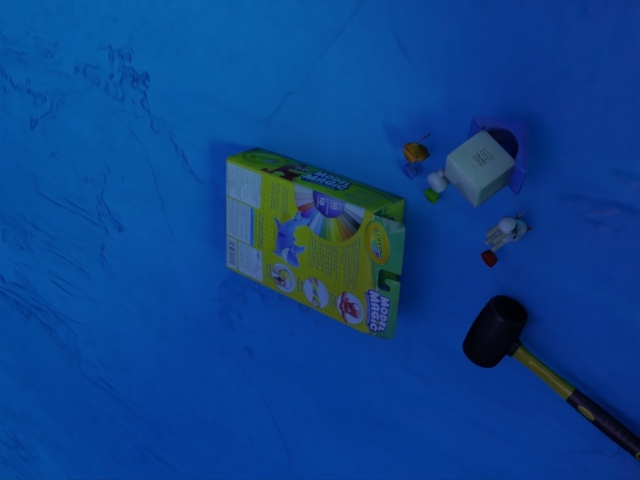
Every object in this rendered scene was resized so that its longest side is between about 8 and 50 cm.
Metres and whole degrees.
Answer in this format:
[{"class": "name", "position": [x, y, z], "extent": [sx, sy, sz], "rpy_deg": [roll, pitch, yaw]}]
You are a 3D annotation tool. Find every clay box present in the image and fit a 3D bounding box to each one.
[{"class": "clay box", "position": [0.000, 0.000, 0.843], "extent": [0.222, 0.053, 0.128], "rpy_deg": [22, 122, 34]}]

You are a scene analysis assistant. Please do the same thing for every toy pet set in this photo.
[{"class": "toy pet set", "position": [0.131, -0.057, 0.706], "extent": [0.122, 0.065, 0.114], "rpy_deg": [50, 169, 19]}]

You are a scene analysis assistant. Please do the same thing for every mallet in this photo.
[{"class": "mallet", "position": [0.200, 0.130, 0.725], "extent": [0.190, 0.039, 0.062], "rpy_deg": [46, 132, 14]}]
